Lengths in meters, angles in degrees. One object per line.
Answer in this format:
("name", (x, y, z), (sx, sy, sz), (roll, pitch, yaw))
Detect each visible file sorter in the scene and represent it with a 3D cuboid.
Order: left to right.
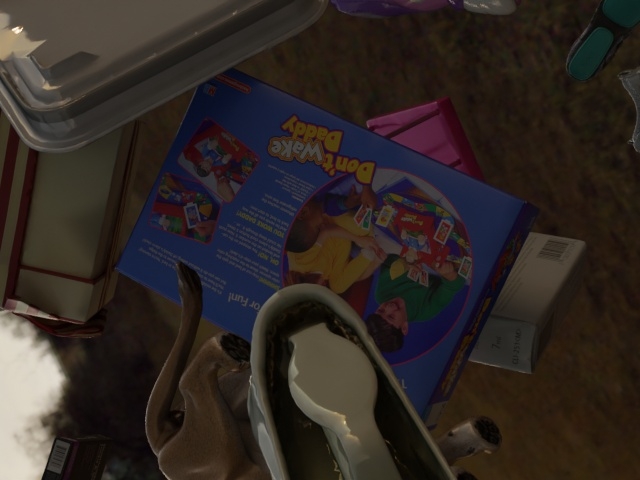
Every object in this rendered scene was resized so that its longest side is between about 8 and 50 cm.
("file sorter", (0.102, -0.002, 1.423), (0.291, 0.182, 0.202), (65, 159, -9))

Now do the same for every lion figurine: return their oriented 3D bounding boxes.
("lion figurine", (-0.015, 0.196, 0.916), (0.392, 0.240, 0.142), (39, -146, -10))

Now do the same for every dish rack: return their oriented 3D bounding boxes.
("dish rack", (-0.190, -0.248, 1.108), (0.285, 0.333, 0.072), (50, 165, 37))

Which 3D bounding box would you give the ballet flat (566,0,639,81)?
("ballet flat", (0.253, -0.189, 0.966), (0.114, 0.041, 0.041), (-54, 51, 29))

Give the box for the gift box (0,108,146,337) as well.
("gift box", (-0.344, -0.035, 1.227), (0.276, 0.255, 0.258), (-64, -14, -86))

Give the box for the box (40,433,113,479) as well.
("box", (-0.323, 0.312, 1.458), (0.162, 0.029, 0.116), (47, -120, -79))

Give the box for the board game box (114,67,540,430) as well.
("board game box", (0.000, 0.000, 1.077), (0.347, 0.233, 0.078), (27, -175, 20))

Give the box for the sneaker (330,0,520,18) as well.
("sneaker", (0.041, -0.187, 0.616), (0.236, 0.104, 0.095), (-88, -20, -57))

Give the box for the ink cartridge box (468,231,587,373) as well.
("ink cartridge box", (0.144, 0.044, 1.208), (0.275, 0.239, 0.060), (-37, -47, -61))

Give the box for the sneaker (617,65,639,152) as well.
("sneaker", (0.525, -0.143, 1.681), (0.115, 0.105, 0.281), (-7, 103, 35))

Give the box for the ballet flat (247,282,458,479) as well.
("ballet flat", (0.041, 0.174, 0.629), (0.139, 0.139, 0.400), (77, 169, -44))
